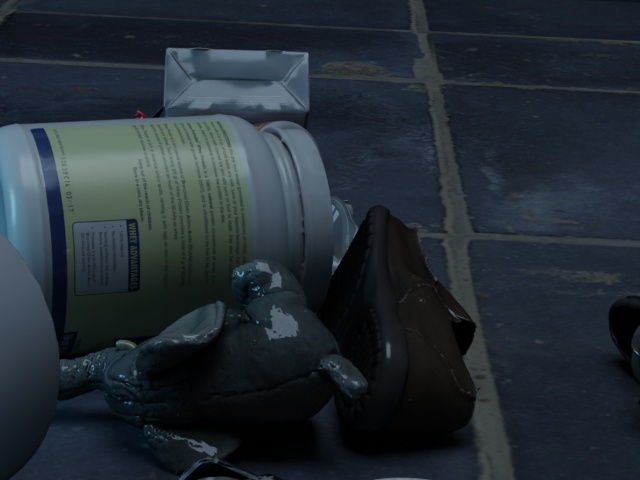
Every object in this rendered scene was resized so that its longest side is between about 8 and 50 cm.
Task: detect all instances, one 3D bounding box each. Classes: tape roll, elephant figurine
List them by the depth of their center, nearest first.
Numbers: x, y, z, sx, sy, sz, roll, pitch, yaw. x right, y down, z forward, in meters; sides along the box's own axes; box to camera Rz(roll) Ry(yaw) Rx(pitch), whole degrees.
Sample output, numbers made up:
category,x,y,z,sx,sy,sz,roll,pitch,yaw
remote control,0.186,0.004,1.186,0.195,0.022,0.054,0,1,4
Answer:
category,x,y,z,sx,sy,sz,roll,pitch,yaw
tape roll,-0.352,0.093,1.327,0.286,0.286,0.100,10,20,19
elephant figurine,-0.114,0.128,1.511,0.239,0.186,0.169,-17,69,-22

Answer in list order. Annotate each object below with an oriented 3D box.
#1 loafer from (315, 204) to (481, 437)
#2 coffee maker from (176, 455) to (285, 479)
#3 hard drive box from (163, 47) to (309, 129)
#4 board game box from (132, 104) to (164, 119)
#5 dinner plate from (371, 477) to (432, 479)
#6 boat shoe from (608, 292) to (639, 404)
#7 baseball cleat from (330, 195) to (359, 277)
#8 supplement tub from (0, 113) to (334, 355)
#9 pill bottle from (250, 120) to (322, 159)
category,x,y,z,sx,sy,sz,roll,pitch,yaw
loafer,0.080,0.092,1.672,0.130,0.133,0.366,23,26,-13
coffee maker,-0.040,0.246,1.183,0.171,0.120,0.178,4,20,0
hard drive box,-0.112,-0.153,2.169,0.181,0.089,0.232,2,-23,-5
board game box,-0.262,-0.131,2.213,0.033,0.133,0.168,38,21,-4
dinner plate,0.076,0.233,1.390,0.141,0.017,0.141,3,20,-1
boat shoe,0.361,0.129,1.602,0.130,0.132,0.355,-9,11,-3
baseball cleat,0.000,0.000,1.966,0.110,0.072,0.206,-9,18,-14
supplement tub,-0.171,-0.008,1.715,0.325,0.235,0.235,-4,20,-19
pill bottle,-0.111,-0.078,2.050,0.216,0.121,0.121,-3,11,43
